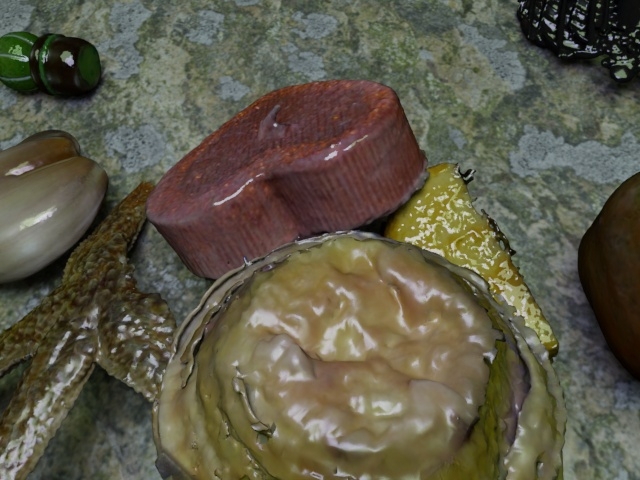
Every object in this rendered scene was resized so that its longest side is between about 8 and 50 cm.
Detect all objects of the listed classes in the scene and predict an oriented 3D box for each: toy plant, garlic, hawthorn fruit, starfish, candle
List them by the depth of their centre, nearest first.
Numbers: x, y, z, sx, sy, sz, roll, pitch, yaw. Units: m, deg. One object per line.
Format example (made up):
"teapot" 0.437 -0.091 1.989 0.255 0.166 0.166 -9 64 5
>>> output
"hawthorn fruit" 0.423 0.058 0.564 0.267 0.268 0.301 -6 73 -1
"starfish" -0.256 0.120 0.596 0.384 0.132 0.398 -42 57 -15
"candle" -0.045 -0.107 0.666 0.317 0.131 0.287 -19 34 14
"garlic" -0.390 -0.046 0.705 0.228 0.110 0.217 -47 52 -11
"toy plant" -0.428 -0.271 0.843 0.162 0.093 0.093 6 65 8

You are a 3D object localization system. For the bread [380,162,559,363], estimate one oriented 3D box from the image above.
"bread" 0.141 0.051 0.634 0.147 0.160 0.261 -23 72 -2

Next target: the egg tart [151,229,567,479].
"egg tart" 0.029 0.110 0.442 0.352 0.150 0.352 0 51 0

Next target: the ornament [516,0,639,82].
"ornament" 0.433 -0.350 0.856 0.251 0.106 0.260 13 74 16
